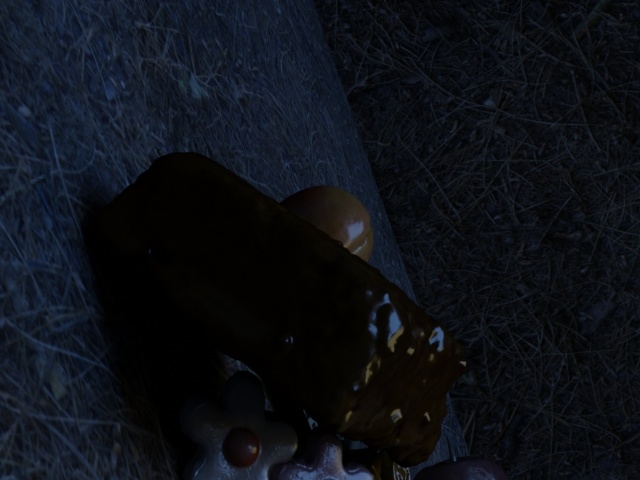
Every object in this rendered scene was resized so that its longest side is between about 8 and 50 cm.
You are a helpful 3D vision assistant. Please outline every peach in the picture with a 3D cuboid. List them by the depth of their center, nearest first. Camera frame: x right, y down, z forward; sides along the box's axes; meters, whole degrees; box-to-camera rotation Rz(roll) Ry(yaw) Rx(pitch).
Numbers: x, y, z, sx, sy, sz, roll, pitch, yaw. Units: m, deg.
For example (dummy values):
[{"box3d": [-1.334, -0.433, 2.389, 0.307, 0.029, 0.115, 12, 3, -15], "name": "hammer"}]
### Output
[{"box3d": [0.000, 0.000, 1.787, 0.184, 0.184, 0.184, -19, 90, -79], "name": "peach"}]

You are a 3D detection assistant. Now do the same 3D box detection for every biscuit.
[{"box3d": [-0.021, 0.076, 1.197, 0.342, 0.166, 0.395, 32, -5, 23], "name": "biscuit"}]

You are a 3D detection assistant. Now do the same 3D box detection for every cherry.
[{"box3d": [0.279, 0.524, 2.195, 0.236, 0.213, 0.285, 29, 52, -62], "name": "cherry"}]

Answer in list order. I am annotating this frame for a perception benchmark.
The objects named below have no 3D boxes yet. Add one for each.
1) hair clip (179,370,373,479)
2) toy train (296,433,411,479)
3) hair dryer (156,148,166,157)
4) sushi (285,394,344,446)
[{"box3d": [-0.048, 0.244, 1.182, 0.257, 0.075, 0.146, 34, 57, -15], "name": "hair clip"}, {"box3d": [0.039, 0.391, 1.363, 0.231, 0.163, 0.369, -73, 145, -51], "name": "toy train"}, {"box3d": [-0.147, -0.037, 1.420, 0.219, 0.071, 0.124, 54, 19, -37], "name": "hair dryer"}, {"box3d": [-0.015, 0.259, 1.610, 0.192, 0.043, 0.279, -76, 146, -71], "name": "sushi"}]
